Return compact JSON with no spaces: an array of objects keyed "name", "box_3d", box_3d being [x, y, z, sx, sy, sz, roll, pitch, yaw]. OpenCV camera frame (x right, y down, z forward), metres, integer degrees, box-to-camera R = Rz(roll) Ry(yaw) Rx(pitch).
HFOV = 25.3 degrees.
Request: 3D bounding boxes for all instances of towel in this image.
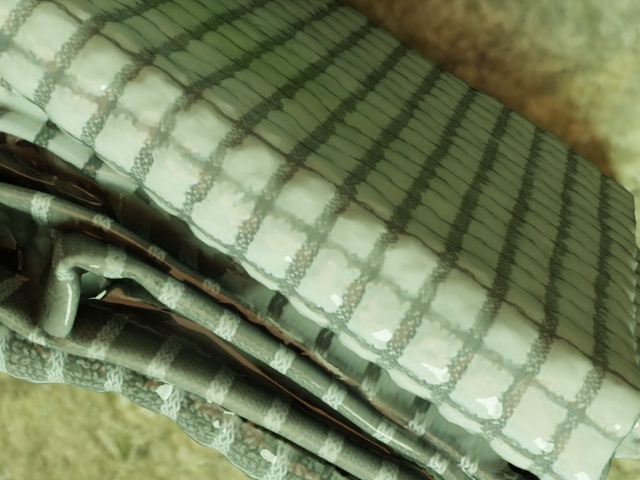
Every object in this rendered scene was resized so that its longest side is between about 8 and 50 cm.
[{"name":"towel","box_3d":[0.000,0.000,0.521,0.235,0.283,0.121,33,109,-1]}]
